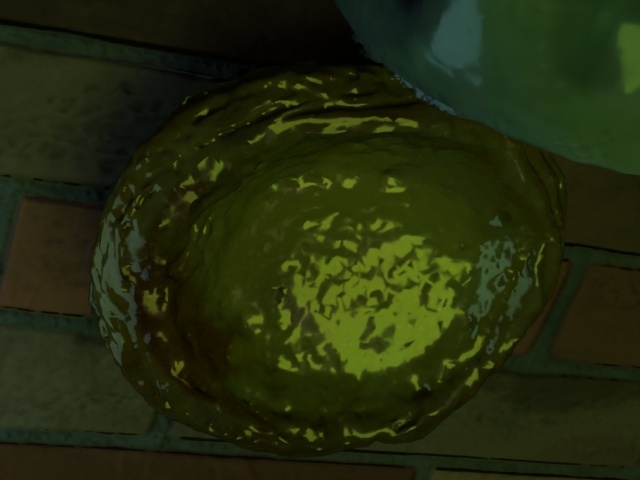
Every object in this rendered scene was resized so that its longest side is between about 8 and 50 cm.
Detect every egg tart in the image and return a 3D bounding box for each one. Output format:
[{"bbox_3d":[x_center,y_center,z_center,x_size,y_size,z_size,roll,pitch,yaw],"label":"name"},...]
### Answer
[{"bbox_3d":[0.000,0.000,0.931,0.294,0.123,0.294,-8,124,-13],"label":"egg tart"}]

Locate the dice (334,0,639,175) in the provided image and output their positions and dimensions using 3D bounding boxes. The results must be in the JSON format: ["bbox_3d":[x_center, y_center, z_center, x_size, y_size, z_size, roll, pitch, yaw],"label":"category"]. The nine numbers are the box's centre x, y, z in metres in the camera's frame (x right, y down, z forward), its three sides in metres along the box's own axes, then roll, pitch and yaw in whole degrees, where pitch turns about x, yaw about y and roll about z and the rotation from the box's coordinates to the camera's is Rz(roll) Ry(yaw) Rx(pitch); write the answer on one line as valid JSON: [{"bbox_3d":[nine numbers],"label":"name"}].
[{"bbox_3d":[0.165,-0.202,0.738,0.268,0.265,0.263,6,123,-20],"label":"dice"}]
